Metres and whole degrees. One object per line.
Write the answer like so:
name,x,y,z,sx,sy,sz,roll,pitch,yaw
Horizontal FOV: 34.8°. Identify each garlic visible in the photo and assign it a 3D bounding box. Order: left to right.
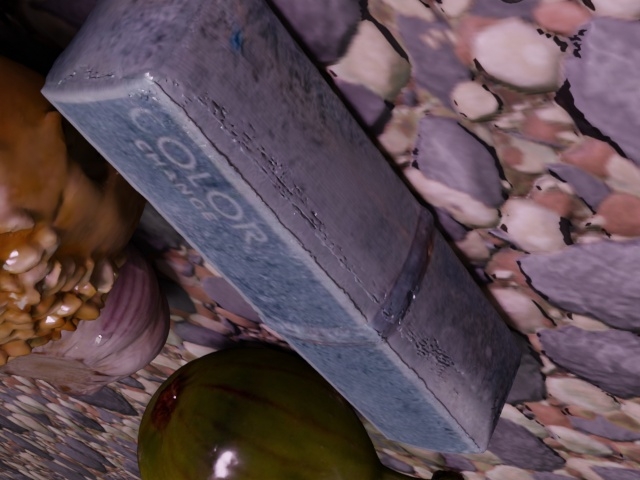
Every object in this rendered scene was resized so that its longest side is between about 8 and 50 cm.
garlic,-0.171,0.037,0.665,0.147,0.102,0.159,-9,153,29

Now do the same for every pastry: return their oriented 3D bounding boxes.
pastry,-0.237,-0.015,0.485,0.310,0.162,0.255,10,180,36

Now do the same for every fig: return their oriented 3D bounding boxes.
fig,-0.003,0.174,0.736,0.259,0.151,0.151,30,155,-20

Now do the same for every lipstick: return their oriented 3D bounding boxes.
lipstick,0.000,0.000,0.464,0.077,0.076,0.290,3,148,40

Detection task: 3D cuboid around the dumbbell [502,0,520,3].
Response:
dumbbell,-0.002,-0.126,0.198,0.099,0.099,0.208,1,145,41
